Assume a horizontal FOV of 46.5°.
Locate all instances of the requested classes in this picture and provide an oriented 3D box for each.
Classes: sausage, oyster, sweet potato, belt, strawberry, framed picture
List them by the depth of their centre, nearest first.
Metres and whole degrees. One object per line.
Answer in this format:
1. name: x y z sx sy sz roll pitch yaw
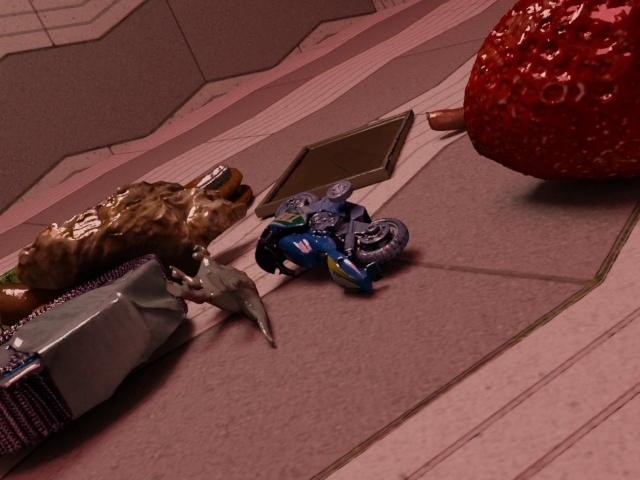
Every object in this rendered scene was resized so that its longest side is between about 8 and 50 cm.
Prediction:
1. strawberry: 0.292 -0.171 0.824 0.276 0.257 0.257 -30 13 35
2. belt: -0.308 0.134 0.910 0.260 0.122 0.325 -13 18 47
3. oyster: -0.260 0.002 1.091 0.341 0.166 0.110 -4 42 -30
4. sweet potato: -0.376 0.096 1.112 0.243 0.077 0.077 1 14 -16
5. sausage: 0.266 -0.223 1.248 0.176 0.047 0.040 -21 31 4
6. framed picture: 0.037 -0.149 1.367 0.247 0.022 0.335 -16 21 21

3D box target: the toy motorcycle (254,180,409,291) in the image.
1. toy motorcycle: 0.000 0.000 0.935 0.135 0.092 0.254 -43 34 -21

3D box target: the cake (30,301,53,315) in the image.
1. cake: -0.377 0.130 1.056 0.084 0.084 0.044 -29 18 -11

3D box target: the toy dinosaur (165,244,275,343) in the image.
1. toy dinosaur: -0.101 0.068 0.923 0.242 0.167 0.053 28 96 41

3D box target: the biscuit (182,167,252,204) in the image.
1. biscuit: -0.236 -0.065 1.413 0.220 0.066 0.220 -23 20 9

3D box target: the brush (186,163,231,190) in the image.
1. brush: -0.284 -0.026 1.277 0.323 0.051 0.070 -40 44 -5

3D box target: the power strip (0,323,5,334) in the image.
1. power strip: -0.484 0.161 1.104 0.052 0.078 0.272 -31 20 -21

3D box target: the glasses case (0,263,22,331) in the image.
1. glasses case: -0.583 0.142 1.248 0.272 0.095 0.062 -38 19 -33
